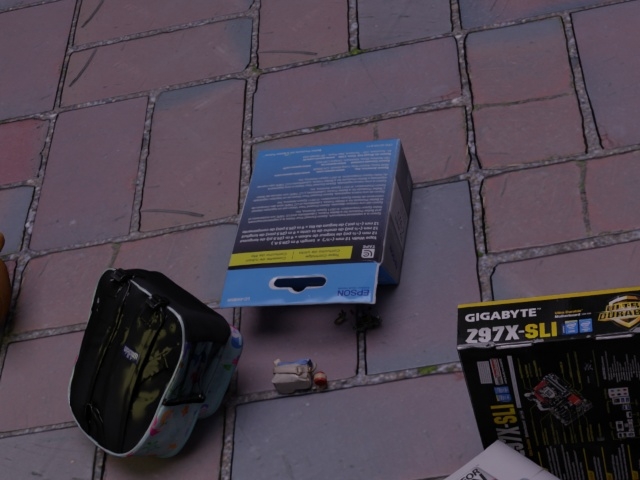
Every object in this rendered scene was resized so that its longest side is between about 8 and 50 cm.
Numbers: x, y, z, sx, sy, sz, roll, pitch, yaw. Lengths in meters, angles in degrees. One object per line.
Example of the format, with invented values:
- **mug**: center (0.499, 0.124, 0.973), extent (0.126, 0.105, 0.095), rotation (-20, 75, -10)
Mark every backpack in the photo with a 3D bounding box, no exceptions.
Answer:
- **backpack**: center (-0.249, 0.187, 2.044), extent (0.225, 0.191, 0.253), rotation (30, 100, 40)

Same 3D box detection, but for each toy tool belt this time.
- **toy tool belt**: center (-0.031, 0.193, 2.080), extent (0.083, 0.052, 0.051), rotation (-8, 52, 11)

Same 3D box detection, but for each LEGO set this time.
- **LEGO set**: center (0.062, 0.124, 2.144), extent (0.054, 0.023, 0.083), rotation (-41, 34, -25)

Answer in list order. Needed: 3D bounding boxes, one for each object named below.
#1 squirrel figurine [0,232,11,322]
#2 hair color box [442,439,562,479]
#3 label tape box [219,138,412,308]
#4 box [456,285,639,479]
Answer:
- **squirrel figurine**: center (-0.689, 0.043, 2.228), extent (0.370, 0.397, 0.281), rotation (-2, 34, 0)
- **hair color box**: center (0.273, 0.396, 1.588), extent (0.185, 0.114, 0.374), rotation (-29, 40, -30)
- **label tape box**: center (0.000, 0.000, 2.225), extent (0.249, 0.115, 0.348), rotation (-4, 47, 16)
- **box**: center (0.322, 0.196, 1.754), extent (0.257, 0.322, 0.079), rotation (-6, 45, 14)
